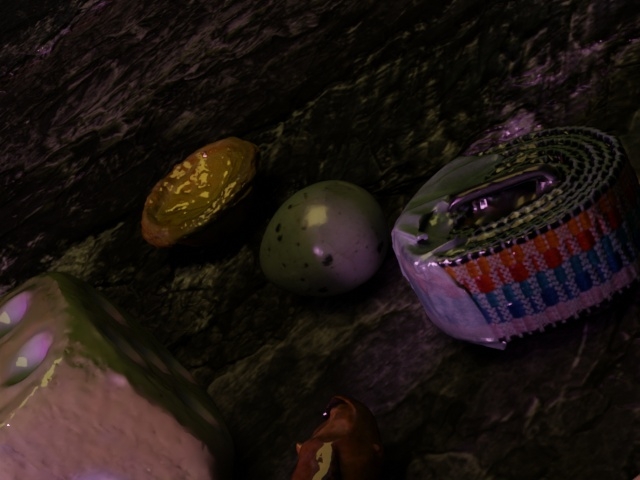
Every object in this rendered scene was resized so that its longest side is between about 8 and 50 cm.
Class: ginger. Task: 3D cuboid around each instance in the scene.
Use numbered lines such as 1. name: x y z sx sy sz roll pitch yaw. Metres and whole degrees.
1. ginger: -0.054 0.278 1.271 0.309 0.107 0.133 -41 47 -2

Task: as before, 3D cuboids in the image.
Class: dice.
1. dice: -0.254 0.206 1.385 0.252 0.254 0.250 -45 27 1

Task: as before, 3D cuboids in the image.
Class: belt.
1. belt: 0.197 -0.008 1.370 0.258 0.150 0.207 -20 27 20

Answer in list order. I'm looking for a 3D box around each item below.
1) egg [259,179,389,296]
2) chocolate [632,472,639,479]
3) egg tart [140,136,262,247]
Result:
1. egg: 0.000 0.000 1.552 0.164 0.131 0.131 -18 36 35
2. chocolate: 0.231 0.256 1.021 0.309 0.134 0.134 -32 33 5
3. egg tart: -0.150 -0.053 1.800 0.191 0.074 0.191 -24 35 18
